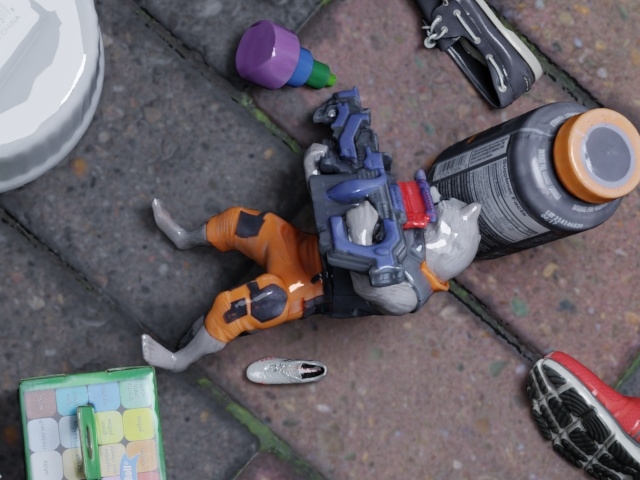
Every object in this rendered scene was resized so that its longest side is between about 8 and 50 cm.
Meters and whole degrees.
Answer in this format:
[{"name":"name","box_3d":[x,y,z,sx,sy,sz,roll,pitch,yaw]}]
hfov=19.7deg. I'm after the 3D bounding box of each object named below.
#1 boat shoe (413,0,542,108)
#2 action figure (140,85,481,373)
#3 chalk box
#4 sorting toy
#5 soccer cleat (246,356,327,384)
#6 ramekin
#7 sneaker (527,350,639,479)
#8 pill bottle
[{"name":"boat shoe","box_3d":[0.141,-0.222,1.928,0.206,0.075,0.065,43,75,-8]},{"name":"action figure","box_3d":[0.000,0.000,1.828,0.330,0.341,0.178,-8,123,9]},{"name":"chalk box","box_3d":[-0.216,0.191,1.746,0.132,0.213,0.132,-5,85,-11]},{"name":"sorting toy","box_3d":[0.019,-0.322,1.921,0.126,0.127,0.365,19,83,-37]},{"name":"soccer cleat","box_3d":[-0.033,0.132,1.876,0.083,0.035,0.029,2,84,-10]},{"name":"ramekin","box_3d":[-0.340,-0.186,1.767,0.277,0.135,0.277,1,84,-11]},{"name":"sneaker","box_3d":[0.335,0.199,1.918,0.279,0.107,0.118,39,60,-7]},{"name":"pill bottle","box_3d":[0.216,-0.062,1.824,0.130,0.245,0.130,5,78,-26]}]
